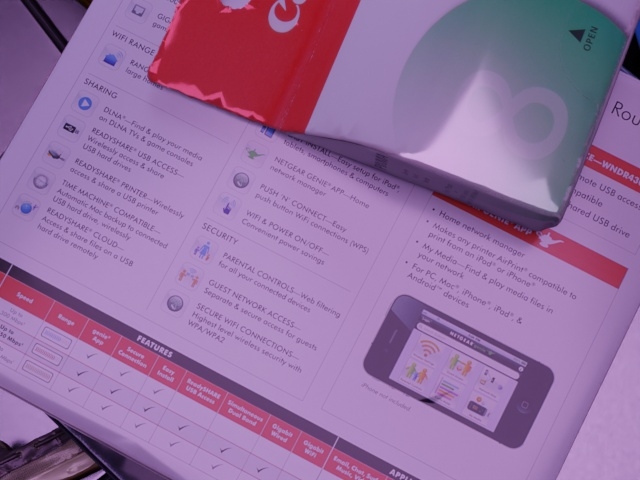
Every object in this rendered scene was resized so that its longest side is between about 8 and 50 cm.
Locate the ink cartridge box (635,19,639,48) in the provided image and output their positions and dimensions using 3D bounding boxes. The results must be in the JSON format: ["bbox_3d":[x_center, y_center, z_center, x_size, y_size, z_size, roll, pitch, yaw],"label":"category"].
[{"bbox_3d":[0.271,-0.321,0.699,0.166,0.285,0.395,-1,47,1],"label":"ink cartridge box"}]

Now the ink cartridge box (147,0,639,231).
[{"bbox_3d":[0.045,-0.127,0.571,0.225,0.056,0.181,22,80,3],"label":"ink cartridge box"}]

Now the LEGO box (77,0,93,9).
[{"bbox_3d":[-0.116,-0.459,0.851,0.372,0.193,0.500,41,84,6],"label":"LEGO box"}]

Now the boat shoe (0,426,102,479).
[{"bbox_3d":[-0.228,0.170,0.824,0.152,0.056,0.049,-20,76,-12],"label":"boat shoe"}]

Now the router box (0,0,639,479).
[{"bbox_3d":[0.000,0.000,0.618,0.335,0.082,0.301,28,82,5],"label":"router box"}]

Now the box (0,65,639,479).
[{"bbox_3d":[-0.018,-0.014,0.769,0.293,0.212,0.395,42,83,6],"label":"box"}]
